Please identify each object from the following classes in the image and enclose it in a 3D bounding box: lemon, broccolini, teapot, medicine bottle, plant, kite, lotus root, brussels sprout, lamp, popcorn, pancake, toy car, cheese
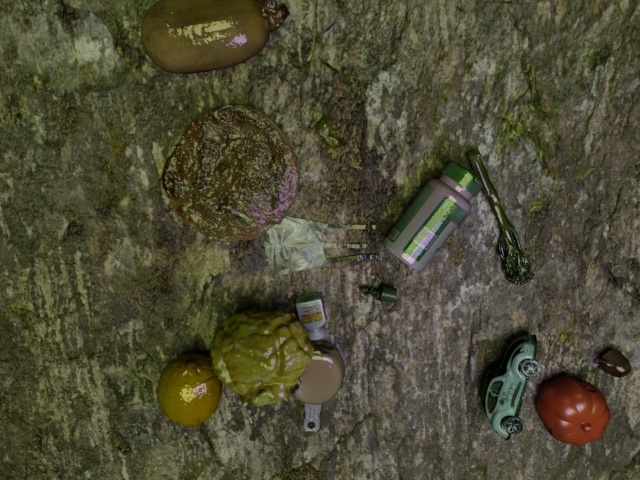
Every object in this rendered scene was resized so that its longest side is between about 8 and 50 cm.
[{"bbox_3d":[-0.355,0.409,1.306,0.180,0.180,0.193,-19,104,4],"label":"lemon"},{"bbox_3d":[0.468,-0.051,1.251,0.078,0.074,0.392,-30,105,-1],"label":"broccolini"},{"bbox_3d":[0.824,0.358,1.364,0.110,0.080,0.085,3,124,-29],"label":"teapot"},{"bbox_3d":[-0.022,0.212,1.320,0.074,0.055,0.118,-11,105,0],"label":"medicine bottle"},{"bbox_3d":[0.158,0.142,1.309,0.102,0.051,0.051,10,104,1],"label":"plant"},{"bbox_3d":[0.000,0.001,1.286,0.309,0.015,0.169,-7,104,1],"label":"kite"},{"bbox_3d":[0.289,-0.065,1.215,0.133,0.133,0.274,33,102,-10],"label":"medicine bottle"},{"bbox_3d":[-0.238,-0.480,1.080,0.342,0.151,0.169,-10,105,4],"label":"lotus root"},{"bbox_3d":[0.021,-0.269,1.198,0.051,0.046,0.083,-29,105,13],"label":"brussels sprout"},{"bbox_3d":[0.723,0.490,1.357,0.187,0.164,0.188,0,108,-2],"label":"lamp"},{"bbox_3d":[-0.154,0.291,1.233,0.258,0.224,0.270,42,103,21],"label":"popcorn"},{"bbox_3d":[-0.224,-0.161,1.214,0.356,0.065,0.356,0,104,0],"label":"pancake"},{"bbox_3d":[0.532,0.405,1.350,0.125,0.136,0.306,13,104,17],"label":"toy car"},{"bbox_3d":[-0.019,0.426,1.364,0.163,0.082,0.286,7,105,-2],"label":"cheese"}]
